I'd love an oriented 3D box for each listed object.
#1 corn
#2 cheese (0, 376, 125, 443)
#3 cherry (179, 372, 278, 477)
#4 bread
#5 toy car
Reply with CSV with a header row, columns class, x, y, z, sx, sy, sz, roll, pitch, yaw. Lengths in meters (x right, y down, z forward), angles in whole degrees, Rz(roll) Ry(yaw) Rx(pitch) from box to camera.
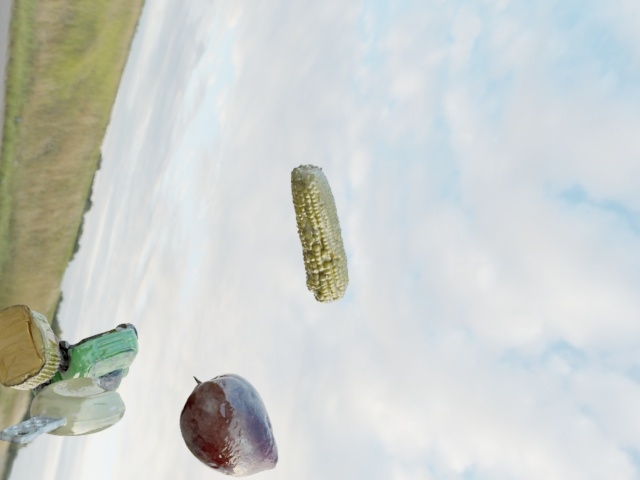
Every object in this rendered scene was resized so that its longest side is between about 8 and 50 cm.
class,x,y,z,sx,sy,sz,roll,pitch,yaw
corn,0.000,0.000,0.961,0.086,0.087,0.288,-122,-163,-55
cheese,-0.466,0.301,0.940,0.163,0.249,0.070,6,-90,29
cherry,-0.221,0.447,1.294,0.203,0.300,0.230,-43,174,-9
bread,-0.685,0.248,1.235,0.190,0.132,0.114,61,-11,17
toy car,-0.618,0.357,1.419,0.359,0.213,0.176,-34,-103,35
